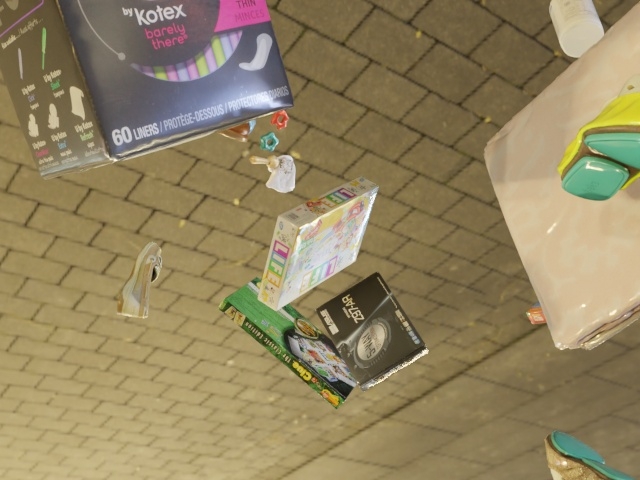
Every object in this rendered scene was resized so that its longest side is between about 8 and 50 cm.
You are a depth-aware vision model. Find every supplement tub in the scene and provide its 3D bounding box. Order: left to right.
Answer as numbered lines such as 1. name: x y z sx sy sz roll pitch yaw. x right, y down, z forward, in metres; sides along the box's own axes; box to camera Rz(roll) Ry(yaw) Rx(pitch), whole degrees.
1. supplement tub: 0.424 -0.364 1.270 0.071 0.107 0.071 0 141 0

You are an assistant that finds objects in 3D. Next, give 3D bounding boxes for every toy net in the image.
1. toy net: -0.108 -0.204 1.623 0.122 0.045 0.232 -41 130 -10

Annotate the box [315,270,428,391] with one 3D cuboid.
1. box: 0.043 0.078 0.659 0.067 0.083 0.018 -31 150 0

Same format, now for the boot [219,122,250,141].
1. boot: -0.120 -0.212 0.814 0.197 0.073 0.152 38 92 -19

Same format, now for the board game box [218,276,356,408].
1. board game box: -0.044 0.170 1.312 0.259 0.136 0.030 40 115 7

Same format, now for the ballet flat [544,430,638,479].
1. ballet flat: 0.291 0.268 0.850 0.073 0.067 0.206 18 180 2

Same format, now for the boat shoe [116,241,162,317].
1. boat shoe: -0.268 0.061 1.178 0.048 0.153 0.056 16 125 -4

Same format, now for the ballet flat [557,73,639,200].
1. ballet flat: 0.237 -0.085 0.586 0.077 0.077 0.231 23 177 4

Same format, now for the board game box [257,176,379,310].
1. board game box: 0.000 0.000 0.812 0.154 0.026 0.103 -30 143 -50

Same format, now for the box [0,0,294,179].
1. box: -0.154 -0.199 0.560 0.165 0.270 0.143 -26 -166 -37

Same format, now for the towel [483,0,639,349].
1. towel: 0.329 -0.093 0.780 0.053 0.317 0.332 22 131 -32

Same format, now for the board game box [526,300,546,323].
1. board game box: 0.472 0.073 1.220 0.145 0.027 0.281 -34 -174 -29
